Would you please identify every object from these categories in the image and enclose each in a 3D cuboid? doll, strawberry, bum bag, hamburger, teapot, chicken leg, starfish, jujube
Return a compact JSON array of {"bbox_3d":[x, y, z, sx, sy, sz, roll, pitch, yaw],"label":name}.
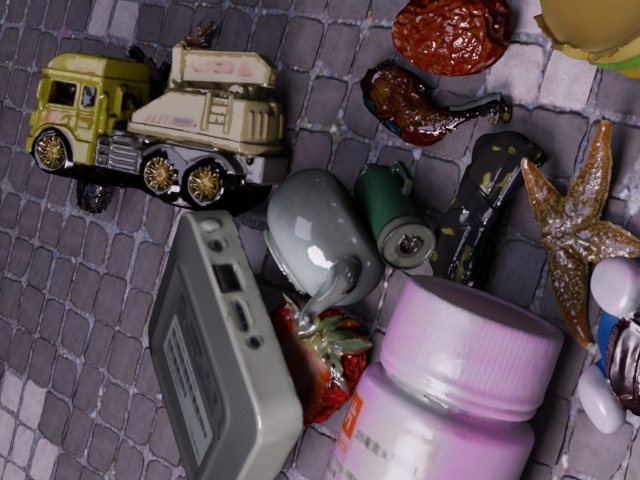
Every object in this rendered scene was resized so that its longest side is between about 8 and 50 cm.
[{"bbox_3d":[0.411,0.142,1.052,0.310,0.240,0.284,47,156,54],"label":"doll"},{"bbox_3d":[-0.012,0.190,1.555,0.174,0.098,0.228,42,128,32],"label":"strawberry"},{"bbox_3d":[0.199,-0.032,1.410,0.107,0.060,0.232,42,110,50],"label":"bum bag"},{"bbox_3d":[0.365,-0.288,1.234,0.237,0.149,0.237,-19,66,51],"label":"hamburger"},{"bbox_3d":[0.000,0.000,1.502,0.129,0.193,0.294,-31,35,7],"label":"teapot"},{"bbox_3d":[0.144,-0.178,1.502,0.253,0.051,0.106,23,93,42],"label":"chicken leg"},{"bbox_3d":[0.318,-0.006,1.297,0.138,0.050,0.247,-24,78,40],"label":"starfish"},{"bbox_3d":[0.170,-0.273,1.459,0.176,0.109,0.112,6,50,53],"label":"jujube"}]

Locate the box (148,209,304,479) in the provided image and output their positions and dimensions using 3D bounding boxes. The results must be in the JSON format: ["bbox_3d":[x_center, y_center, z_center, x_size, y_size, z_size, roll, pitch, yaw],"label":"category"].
[{"bbox_3d":[-0.156,0.190,1.603,0.373,0.090,0.367,114,140,-50],"label":"box"}]

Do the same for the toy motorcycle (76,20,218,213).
[{"bbox_3d":[-0.327,-0.234,1.921,0.401,0.134,0.207,-45,60,31],"label":"toy motorcycle"}]

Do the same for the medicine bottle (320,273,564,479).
[{"bbox_3d":[0.126,0.251,1.314,0.219,0.219,0.388,29,104,44],"label":"medicine bottle"}]

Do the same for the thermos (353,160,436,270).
[{"bbox_3d":[0.090,-0.047,1.484,0.187,0.073,0.083,-113,11,-52],"label":"thermos"}]

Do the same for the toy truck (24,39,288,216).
[{"bbox_3d":[-0.244,-0.182,1.711,0.405,0.180,0.254,12,95,22],"label":"toy truck"}]
